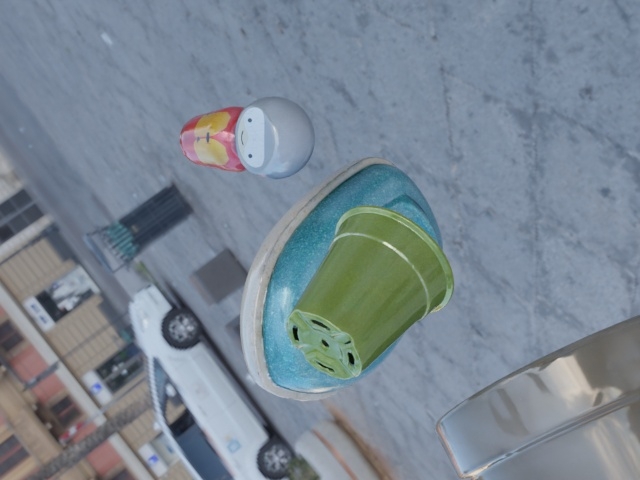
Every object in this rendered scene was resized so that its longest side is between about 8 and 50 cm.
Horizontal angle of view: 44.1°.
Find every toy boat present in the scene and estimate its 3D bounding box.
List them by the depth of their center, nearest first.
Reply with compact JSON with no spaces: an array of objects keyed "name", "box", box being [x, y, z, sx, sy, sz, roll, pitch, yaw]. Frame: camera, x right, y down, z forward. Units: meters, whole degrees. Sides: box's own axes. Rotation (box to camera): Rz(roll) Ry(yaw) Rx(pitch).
[{"name":"toy boat","box":[0.000,0.000,0.737,0.148,0.267,0.318,6,143,48]}]

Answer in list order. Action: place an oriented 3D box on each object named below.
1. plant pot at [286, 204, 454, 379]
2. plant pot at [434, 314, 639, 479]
[{"name":"plant pot","box":[0.023,0.036,0.458,0.083,0.079,0.083,25,141,22]},{"name":"plant pot","box":[0.315,0.250,0.787,0.323,0.323,0.281,92,158,-65]}]
